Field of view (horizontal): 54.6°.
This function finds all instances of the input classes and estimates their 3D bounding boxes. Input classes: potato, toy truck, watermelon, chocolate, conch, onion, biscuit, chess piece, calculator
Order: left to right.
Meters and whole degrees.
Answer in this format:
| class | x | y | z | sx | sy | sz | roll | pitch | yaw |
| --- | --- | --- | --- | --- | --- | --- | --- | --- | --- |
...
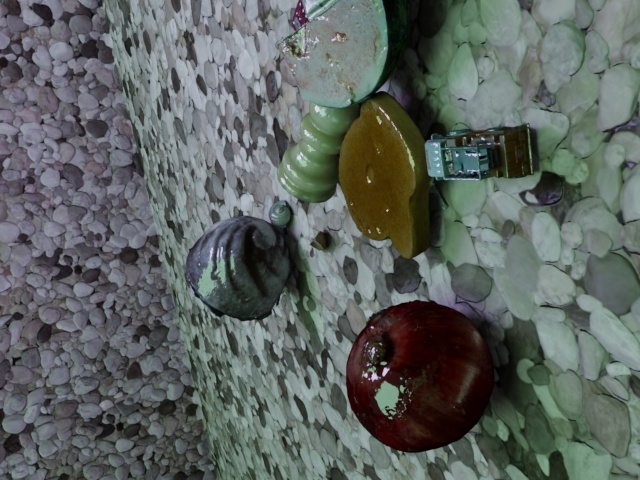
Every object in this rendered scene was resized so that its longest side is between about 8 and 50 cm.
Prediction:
| class | x | y | z | sx | sy | sz | roll | pitch | yaw |
| --- | --- | --- | --- | --- | --- | --- | --- | --- | --- |
| chocolate | -0.199 | 0.048 | 1.711 | 0.213 | 0.303 | 0.303 | -54 | 55 | 34 |
| conch | -0.116 | -0.072 | 1.700 | 0.085 | 0.057 | 0.076 | 120 | 141 | -54 |
| calculator | -0.007 | -0.442 | 1.322 | 0.190 | 0.034 | 0.126 | 69 | 154 | 22 |
| potato | 0.001 | 0.000 | 1.549 | 0.037 | 0.036 | 0.093 | 34 | 169 | -1 |
| chess piece | 0.007 | -0.216 | 1.323 | 0.144 | 0.144 | 0.251 | 58 | 142 | 28 |
| watermelon | 0.060 | -0.359 | 1.062 | 0.305 | 0.180 | 0.223 | -15 | 69 | 58 |
| biscuit | 0.132 | -0.105 | 1.183 | 0.287 | 0.057 | 0.343 | 63 | 160 | 18 |
| onion | 0.167 | 0.237 | 1.110 | 0.276 | 0.276 | 0.276 | 38 | 136 | 49 |
| toy truck | 0.228 | -0.130 | 0.961 | 0.178 | 0.115 | 0.080 | 13 | 115 | 61 |

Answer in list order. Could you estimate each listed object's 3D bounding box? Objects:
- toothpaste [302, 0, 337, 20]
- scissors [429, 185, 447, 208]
| class | x | y | z | sx | sy | sz | roll | pitch | yaw |
| --- | --- | --- | --- | --- | --- | --- | --- | --- | --- |
| toothpaste | -0.048 | -0.643 | 1.261 | 0.099 | 0.061 | 0.392 | -22 | 86 | 42 |
| scissors | 0.175 | -0.143 | 1.154 | 0.212 | 0.021 | 0.110 | 63 | 154 | 22 |
